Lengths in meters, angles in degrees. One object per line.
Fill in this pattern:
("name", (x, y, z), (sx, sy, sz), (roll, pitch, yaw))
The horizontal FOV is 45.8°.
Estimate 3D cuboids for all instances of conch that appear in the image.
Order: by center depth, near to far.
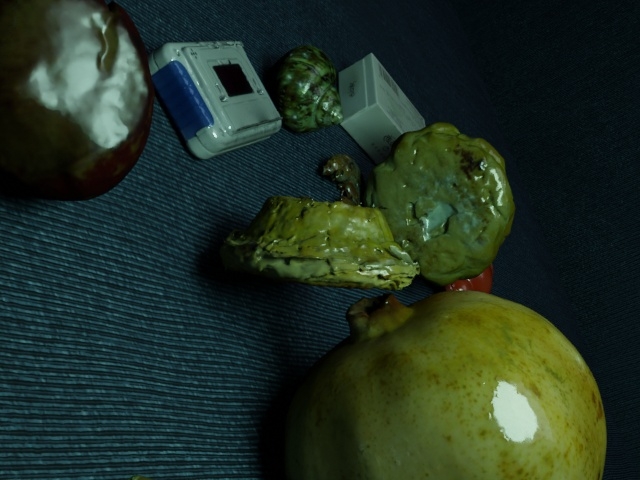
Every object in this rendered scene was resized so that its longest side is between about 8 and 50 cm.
("conch", (-0.021, -0.286, 1.452), (0.187, 0.124, 0.182), (16, 55, -68))

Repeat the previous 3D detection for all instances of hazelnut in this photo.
("hazelnut", (-0.283, -0.152, 0.764), (0.218, 0.218, 0.234), (-26, 109, -65))

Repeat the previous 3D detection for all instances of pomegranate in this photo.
("pomegranate", (0.151, 0.244, 0.979), (0.416, 0.416, 0.417), (44, 32, -36))

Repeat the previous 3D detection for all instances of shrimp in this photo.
("shrimp", (0.057, -0.114, 1.521), (0.187, 0.051, 0.133), (5, 63, -65))

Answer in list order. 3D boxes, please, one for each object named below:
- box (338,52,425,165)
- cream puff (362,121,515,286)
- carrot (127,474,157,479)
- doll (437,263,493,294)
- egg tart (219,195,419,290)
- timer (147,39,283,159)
("box", (0.154, -0.283, 1.801), (0.260, 0.111, 0.195), (45, 31, -39))
("cream puff", (0.252, -0.076, 1.579), (0.257, 0.291, 0.325), (-21, 98, -74))
("carrot", (-0.120, 0.313, 0.797), (0.254, 0.049, 0.049), (50, 28, -37))
("doll", (0.338, 0.080, 1.797), (0.290, 0.129, 0.161), (-17, 84, -59))
("egg tart", (0.000, 0.000, 1.041), (0.294, 0.294, 0.116), (0, 95, -63))
("timer", (-0.155, -0.232, 1.193), (0.178, 0.078, 0.253), (61, 26, -5))
